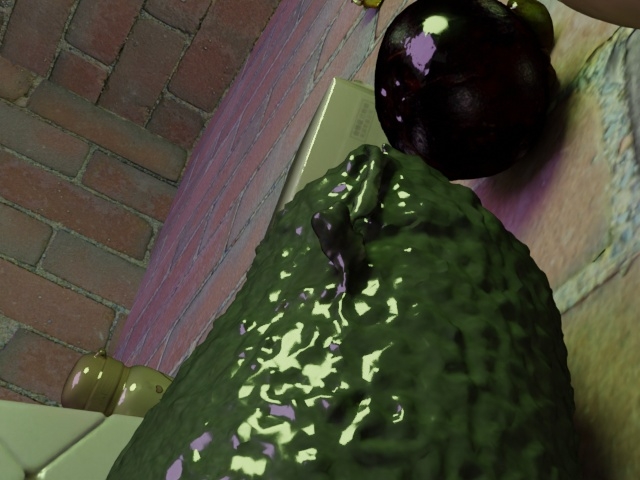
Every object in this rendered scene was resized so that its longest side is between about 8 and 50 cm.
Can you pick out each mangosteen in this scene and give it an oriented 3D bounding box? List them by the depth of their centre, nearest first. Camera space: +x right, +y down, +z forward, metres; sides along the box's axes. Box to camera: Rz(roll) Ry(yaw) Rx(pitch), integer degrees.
[{"bbox_3d":[0.116,-0.121,0.709,0.152,0.152,0.152,-57,16,25],"label":"mangosteen"}]

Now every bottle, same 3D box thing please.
[{"bbox_3d":[-0.209,0.211,1.115,0.110,0.209,0.097,-65,14,-4],"label":"bottle"}]

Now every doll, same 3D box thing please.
[{"bbox_3d":[0.018,0.127,0.441,0.247,0.247,0.350,-44,27,54],"label":"doll"}]

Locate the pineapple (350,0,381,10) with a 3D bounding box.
[{"bbox_3d":[0.087,-0.443,1.501,0.116,0.069,0.137,-49,19,48],"label":"pineapple"}]

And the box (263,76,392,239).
[{"bbox_3d":[0.000,0.000,0.906,0.203,0.106,0.252,129,160,-70],"label":"box"}]

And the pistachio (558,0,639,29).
[{"bbox_3d":[0.190,-0.221,0.471,0.230,0.229,0.309,-61,19,10],"label":"pistachio"}]

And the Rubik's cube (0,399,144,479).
[{"bbox_3d":[-0.345,0.372,0.967,0.316,0.318,0.322,-50,36,43],"label":"Rubik's cube"}]
